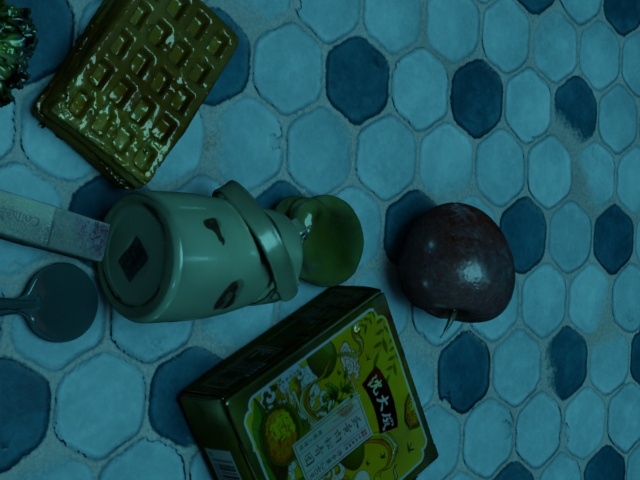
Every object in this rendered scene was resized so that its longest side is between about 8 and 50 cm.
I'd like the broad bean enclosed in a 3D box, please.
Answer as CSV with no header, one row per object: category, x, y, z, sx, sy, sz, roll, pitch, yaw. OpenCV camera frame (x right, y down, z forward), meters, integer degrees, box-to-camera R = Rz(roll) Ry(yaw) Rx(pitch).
broad bean,0.000,0.000,2.062,0.228,0.100,0.169,7,93,-43

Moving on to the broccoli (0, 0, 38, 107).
broccoli,-0.541,-0.310,1.580,0.304,0.145,0.165,33,78,-25

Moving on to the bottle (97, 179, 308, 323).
bottle,-0.160,0.021,1.843,0.352,0.229,0.229,1,89,-45

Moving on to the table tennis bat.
table tennis bat,-0.427,0.097,1.727,0.201,0.033,0.124,-2,89,-44

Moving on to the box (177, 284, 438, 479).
box,-0.008,0.335,2.026,0.420,0.138,0.373,-32,110,-36

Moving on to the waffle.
waffle,-0.290,-0.264,1.807,0.224,0.098,0.327,43,62,-31

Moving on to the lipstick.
lipstick,-0.465,-0.036,1.669,0.317,0.068,0.066,19,77,-40

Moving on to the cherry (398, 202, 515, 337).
cherry,0.271,0.060,2.224,0.236,0.213,0.285,39,56,-44
